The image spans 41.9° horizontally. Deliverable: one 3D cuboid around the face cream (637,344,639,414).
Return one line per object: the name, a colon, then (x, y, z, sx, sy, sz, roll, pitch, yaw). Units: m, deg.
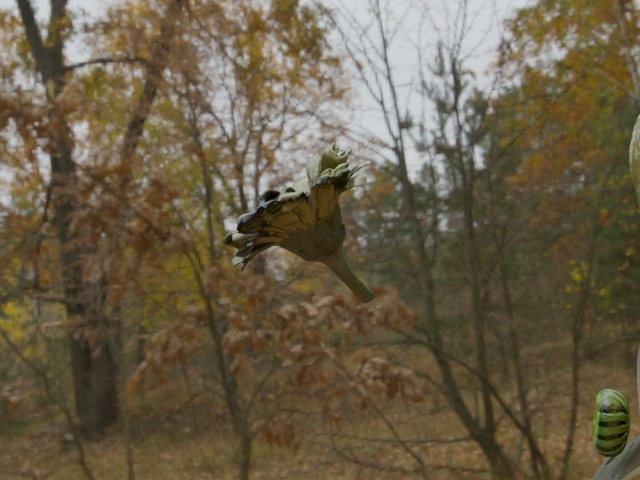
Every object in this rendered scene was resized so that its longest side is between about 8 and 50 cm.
face cream: (0.447, 0.202, 0.875, 0.179, 0.218, 0.218, -6, -6, 12)

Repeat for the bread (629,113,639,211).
bread: (0.663, -0.106, 1.432, 0.237, 0.320, 0.320, -3, -6, 5)

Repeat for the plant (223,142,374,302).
plant: (-0.041, -0.013, 1.508, 0.261, 0.297, 0.306, -9, -1, -29)

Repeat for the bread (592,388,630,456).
bread: (0.587, 0.368, 1.686, 0.071, 0.139, 0.130, 5, 16, 19)

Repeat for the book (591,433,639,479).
book: (0.644, 0.438, 1.700, 0.217, 0.021, 0.310, -29, -21, -47)
